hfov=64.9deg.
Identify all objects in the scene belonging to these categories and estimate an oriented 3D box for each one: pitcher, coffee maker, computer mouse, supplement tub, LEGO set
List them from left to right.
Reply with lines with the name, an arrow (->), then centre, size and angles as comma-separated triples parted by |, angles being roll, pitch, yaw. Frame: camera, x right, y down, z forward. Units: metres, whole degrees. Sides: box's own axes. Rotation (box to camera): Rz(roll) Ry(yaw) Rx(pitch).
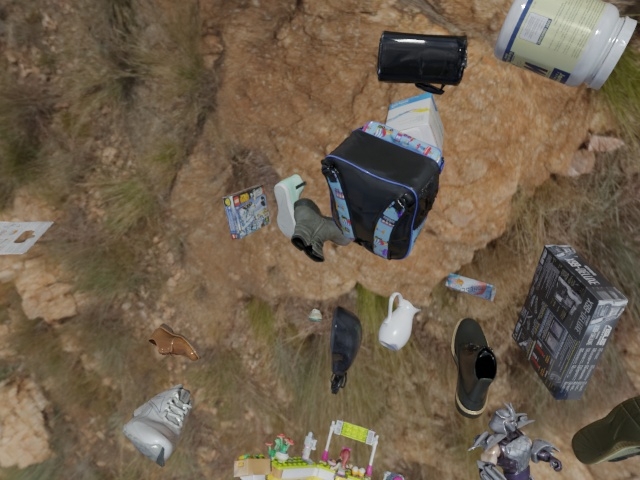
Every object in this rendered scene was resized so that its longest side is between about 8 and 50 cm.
LEGO set -> 0.002, 0.360, 0.849 | 0.286, 0.132, 0.107 | 17, 82, -9
computer mouse -> 0.068, 0.258, 1.264 | 0.072, 0.189, 0.272 | 6, 144, 8
pitcher -> 0.311, 0.334, 2.084 | 0.177, 0.207, 0.125 | 42, 159, -31
coffee maker -> 0.210, -0.388, 1.055 | 0.178, 0.171, 0.120 | 5, 88, 7
supplement tub -> 0.706, -0.596, 1.474 | 0.324, 0.235, 0.236 | 27, 119, 14

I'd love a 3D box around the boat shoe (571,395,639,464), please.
boat shoe -> 0.552, 0.334, 0.886 | 0.073, 0.080, 0.224 | 12, 135, -29

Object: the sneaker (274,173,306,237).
sneaker -> -0.107, -0.144, 2.072 | 0.094, 0.151, 0.256 | 17, 129, 28

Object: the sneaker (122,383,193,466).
sneaker -> -0.339, 0.379, 1.085 | 0.129, 0.297, 0.111 | -44, 102, -13

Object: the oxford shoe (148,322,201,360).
oxford shoe -> -0.425, 0.313, 1.463 | 0.212, 0.076, 0.076 | 13, 133, 41

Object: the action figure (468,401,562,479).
action figure -> 0.340, 0.416, 0.854 | 0.099, 0.185, 0.285 | -16, 82, 62

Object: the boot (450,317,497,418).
boot -> 0.287, 0.200, 0.910 | 0.076, 0.198, 0.137 | 3, 138, 4

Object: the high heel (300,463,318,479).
high heel -> 0.010, 0.770, 1.389 | 0.181, 0.127, 0.378 | -25, 93, 55

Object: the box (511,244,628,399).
box -> 0.606, 0.200, 1.261 | 0.076, 0.242, 0.308 | 2, 119, -9

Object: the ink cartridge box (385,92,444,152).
ink cartridge box -> 0.342, -0.391, 1.828 | 0.168, 0.233, 0.171 | -11, 128, 25

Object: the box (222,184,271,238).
box -> -0.162, -0.066, 1.124 | 0.027, 0.137, 0.094 | -3, 104, 25

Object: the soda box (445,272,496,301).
soda box -> 0.589, 0.183, 1.969 | 0.183, 0.063, 0.058 | 16, 82, 38

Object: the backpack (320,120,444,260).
backpack -> 0.090, -0.061, 0.731 | 0.158, 0.117, 0.173 | 27, 148, 24

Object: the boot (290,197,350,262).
boot -> 0.000, 0.000, 1.468 | 0.083, 0.161, 0.246 | -25, 138, 34

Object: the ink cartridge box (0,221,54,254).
ink cartridge box -> -0.602, 0.016, 0.868 | 0.224, 0.181, 0.056 | 1, 110, -13

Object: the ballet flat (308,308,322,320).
ballet flat -> -0.026, 0.317, 2.145 | 0.057, 0.168, 0.053 | 7, 78, -9
